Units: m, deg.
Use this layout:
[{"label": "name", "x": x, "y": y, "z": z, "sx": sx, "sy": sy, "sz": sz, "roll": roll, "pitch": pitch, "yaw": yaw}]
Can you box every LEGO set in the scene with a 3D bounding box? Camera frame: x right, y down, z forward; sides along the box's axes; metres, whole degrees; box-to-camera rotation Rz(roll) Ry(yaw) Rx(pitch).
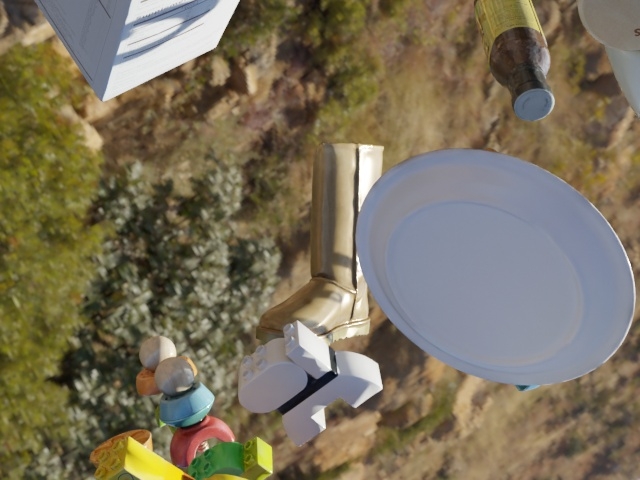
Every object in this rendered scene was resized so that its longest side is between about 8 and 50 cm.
[{"label": "LEGO set", "x": -0.082, "y": 0.124, "z": 0.466, "sx": 0.227, "sy": 0.087, "sz": 0.093, "roll": -38, "pitch": 120, "yaw": 19}]

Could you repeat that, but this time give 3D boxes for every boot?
[{"label": "boot", "x": 0.000, "y": 0.000, "z": 1.291, "sx": 0.089, "sy": 0.269, "sz": 0.236, "roll": 7, "pitch": -174, "yaw": 30}]

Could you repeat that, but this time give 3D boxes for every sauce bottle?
[{"label": "sauce bottle", "x": 0.351, "y": -0.347, "z": 1.716, "sx": 0.111, "sy": 0.344, "sz": 0.111, "roll": -1, "pitch": 134, "yaw": -1}]

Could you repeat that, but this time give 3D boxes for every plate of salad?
[{"label": "plate of salad", "x": 0.118, "y": 0.019, "z": 0.662, "sx": 0.048, "sy": 0.200, "sz": 0.200, "roll": -52, "pitch": 179, "yaw": -44}]

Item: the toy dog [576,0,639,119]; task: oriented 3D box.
[{"label": "toy dog", "x": 0.315, "y": -0.146, "z": 0.749, "sx": 0.161, "sy": 0.220, "sz": 0.334, "roll": -14, "pitch": 147, "yaw": 27}]

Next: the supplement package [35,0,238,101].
[{"label": "supplement package", "x": -0.146, "y": -0.243, "z": 0.789, "sx": 0.134, "sy": 0.139, "sz": 0.244, "roll": -32, "pitch": 178, "yaw": -25}]

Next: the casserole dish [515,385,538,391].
[{"label": "casserole dish", "x": 0.358, "y": 0.163, "z": 1.543, "sx": 0.037, "sy": 0.114, "sz": 0.188, "roll": 9, "pitch": 129, "yaw": -16}]

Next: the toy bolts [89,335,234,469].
[{"label": "toy bolts", "x": -0.261, "y": 0.255, "z": 1.487, "sx": 0.218, "sy": 0.158, "sz": 0.228, "roll": -26, "pitch": -165, "yaw": -31}]
